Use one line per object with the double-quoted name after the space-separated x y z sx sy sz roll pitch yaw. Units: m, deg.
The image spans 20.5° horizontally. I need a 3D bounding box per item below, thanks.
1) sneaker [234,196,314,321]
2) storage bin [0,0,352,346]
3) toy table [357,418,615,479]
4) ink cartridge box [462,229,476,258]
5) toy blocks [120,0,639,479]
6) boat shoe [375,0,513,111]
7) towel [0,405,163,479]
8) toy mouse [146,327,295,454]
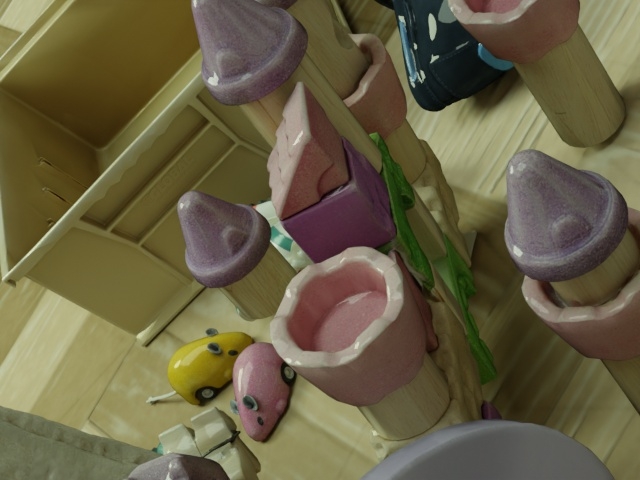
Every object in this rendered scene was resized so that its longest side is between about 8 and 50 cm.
0.000 0.000 1.108 0.161 0.057 0.075 -28 55 37 "sneaker"
-0.110 -0.107 1.273 0.260 0.123 0.262 -44 34 18 "storage bin"
0.061 0.206 0.684 0.161 0.252 0.274 -179 106 -71 "toy table"
0.049 0.015 1.043 0.083 0.028 0.048 -15 51 46 "ink cartridge box"
-0.004 -0.017 0.866 0.309 0.260 0.289 -26 41 16 "toy blocks"
0.056 -0.188 1.144 0.089 0.109 0.258 -43 32 26 "boat shoe"
-0.181 0.235 1.006 0.049 0.187 0.282 125 161 -61 "towel"
-0.065 0.108 1.108 0.161 0.031 0.143 -38 37 27 "toy mouse"
